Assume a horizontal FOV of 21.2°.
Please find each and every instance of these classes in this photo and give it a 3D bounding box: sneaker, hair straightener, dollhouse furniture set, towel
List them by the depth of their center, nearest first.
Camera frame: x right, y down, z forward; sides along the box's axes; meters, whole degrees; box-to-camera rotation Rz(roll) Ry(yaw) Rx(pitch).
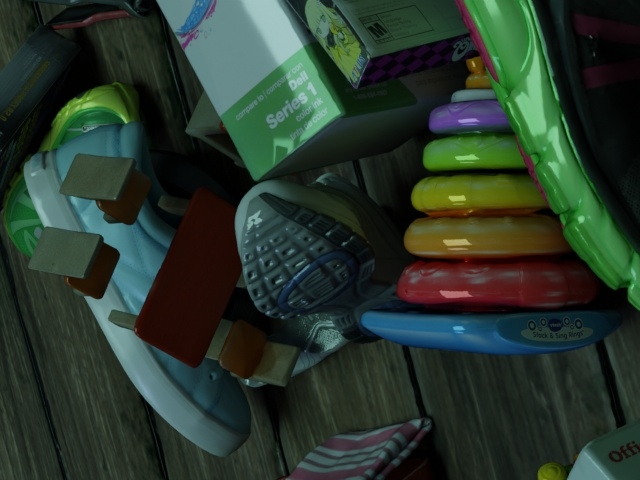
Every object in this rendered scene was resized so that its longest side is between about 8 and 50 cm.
[{"bbox_3d":[0.213,-0.138,1.175,0.185,0.202,0.483,-94,-22,-72],"label":"sneaker"},{"bbox_3d":[0.000,0.000,1.463,0.111,0.297,0.129,-28,66,13],"label":"sneaker"},{"bbox_3d":[-0.092,-0.014,1.577,0.135,0.262,0.259,6,69,50],"label":"dollhouse furniture set"},{"bbox_3d":[0.003,0.226,1.594,0.144,0.197,0.029,-18,107,51],"label":"towel"},{"bbox_3d":[-0.013,0.098,1.685,0.152,0.061,0.054,-29,71,33],"label":"sneaker"},{"bbox_3d":[-0.140,0.048,1.692,0.366,0.150,0.135,59,-168,-20],"label":"sneaker"},{"bbox_3d":[-0.250,-0.268,1.820,0.230,0.047,0.089,11,137,55],"label":"hair straightener"},{"bbox_3d":[-0.268,-0.051,1.902,0.124,0.109,0.295,61,142,20],"label":"sneaker"}]

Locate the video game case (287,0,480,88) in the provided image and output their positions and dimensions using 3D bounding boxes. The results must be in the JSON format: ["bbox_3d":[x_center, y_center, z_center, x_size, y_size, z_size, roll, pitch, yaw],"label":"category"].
[{"bbox_3d":[0.063,-0.222,1.310,0.210,0.232,0.042,54,141,23],"label":"video game case"}]

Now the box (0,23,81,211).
[{"bbox_3d":[-0.359,-0.106,1.925,0.056,0.183,0.231,31,140,-2],"label":"box"}]

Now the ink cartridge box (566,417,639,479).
[{"bbox_3d":[0.283,0.218,1.286,0.175,0.127,0.072,49,140,29],"label":"ink cartridge box"}]

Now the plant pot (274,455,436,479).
[{"bbox_3d":[-0.006,0.384,1.631,0.267,0.267,0.236,-19,101,53],"label":"plant pot"}]

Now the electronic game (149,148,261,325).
[{"bbox_3d":[-0.155,0.015,1.794,0.229,0.048,0.229,13,117,27],"label":"electronic game"}]

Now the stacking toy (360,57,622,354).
[{"bbox_3d":[0.139,-0.063,1.370,0.165,0.175,0.302,-1,89,57],"label":"stacking toy"}]

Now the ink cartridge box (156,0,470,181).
[{"bbox_3d":[-0.023,-0.206,1.426,0.117,0.201,0.278,-36,78,37],"label":"ink cartridge box"}]

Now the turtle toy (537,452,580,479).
[{"bbox_3d":[0.236,0.223,1.398,0.130,0.066,0.095,33,151,37],"label":"turtle toy"}]
